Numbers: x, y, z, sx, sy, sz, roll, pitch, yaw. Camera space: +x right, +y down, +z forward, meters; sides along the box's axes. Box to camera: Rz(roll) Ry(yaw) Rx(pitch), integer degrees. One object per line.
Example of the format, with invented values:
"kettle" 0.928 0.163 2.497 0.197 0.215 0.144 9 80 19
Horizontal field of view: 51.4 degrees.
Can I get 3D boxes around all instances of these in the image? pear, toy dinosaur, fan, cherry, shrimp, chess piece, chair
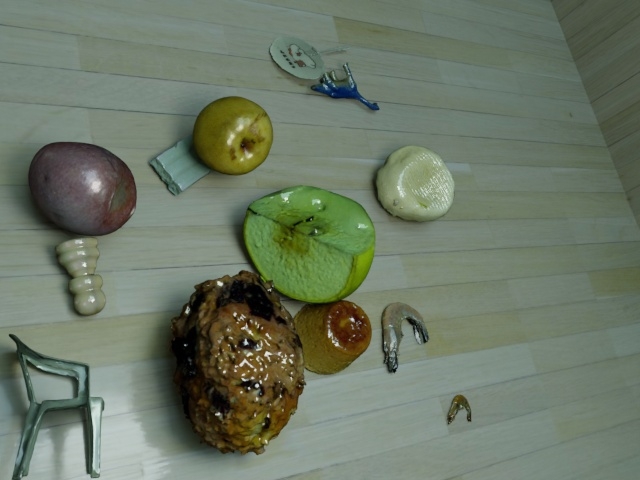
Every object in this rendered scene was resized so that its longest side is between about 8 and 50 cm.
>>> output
"pear" 0.000 0.000 1.783 0.342 0.239 0.318 24 34 18
"toy dinosaur" 0.076 -0.466 2.146 0.247 0.075 0.188 -36 93 -45
"pear" -0.231 -0.275 1.728 0.208 0.209 0.209 14 62 -27
"fan" -0.022 -0.605 2.167 0.329 0.009 0.191 -25 71 -38
"cherry" -0.545 -0.116 1.499 0.239 0.239 0.206 6 88 -31
"shrimp" 0.242 0.287 1.922 0.152 0.046 0.220 20 59 -20
"shrimp" 0.410 0.507 1.942 0.083 0.023 0.114 48 48 -9
"chess piece" -0.527 0.083 1.493 0.094 0.094 0.171 -13 80 -36
"chair" -0.526 0.326 1.313 0.190 0.203 0.275 4 71 -19

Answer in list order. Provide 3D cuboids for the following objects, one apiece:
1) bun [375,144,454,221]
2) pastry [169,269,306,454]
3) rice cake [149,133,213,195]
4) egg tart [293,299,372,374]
"bun" 0.288 -0.175 2.096 0.259 0.160 0.260 3 83 -27
"pastry" -0.183 0.264 1.476 0.292 0.337 0.406 1 68 -24
"rice cake" -0.336 -0.223 1.782 0.127 0.043 0.237 53 49 -3
"egg tart" 0.037 0.240 1.746 0.202 0.147 0.203 14 60 -26
